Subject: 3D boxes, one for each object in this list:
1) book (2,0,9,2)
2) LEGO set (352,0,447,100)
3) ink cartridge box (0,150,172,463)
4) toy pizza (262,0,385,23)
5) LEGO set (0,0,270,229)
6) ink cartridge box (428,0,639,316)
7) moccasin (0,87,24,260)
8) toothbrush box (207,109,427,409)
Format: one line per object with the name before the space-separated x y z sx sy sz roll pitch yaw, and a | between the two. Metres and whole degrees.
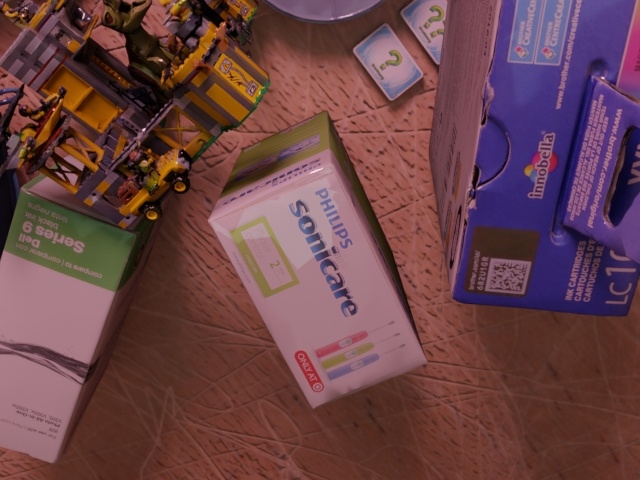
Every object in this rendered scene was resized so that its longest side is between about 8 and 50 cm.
book | -0.273 -0.309 0.670 0.144 0.096 0.035 -35 66 -15
LEGO set | 0.080 -0.299 0.723 0.182 0.060 0.244 -37 107 8
ink cartridge box | -0.279 0.063 0.757 0.122 0.211 0.289 22 107 -9
toy pizza | 0.004 -0.321 0.679 0.201 0.032 0.201 -1 125 -1
LEGO set | -0.192 -0.180 0.625 0.255 0.331 0.192 -37 122 26
ink cartridge box | 0.189 -0.119 0.589 0.151 0.395 0.269 5 118 4
moccasin | -0.393 -0.098 0.725 0.138 0.116 0.341 17 125 4
toothbrush box | 0.000 0.000 0.706 0.122 0.283 0.206 -24 109 6
